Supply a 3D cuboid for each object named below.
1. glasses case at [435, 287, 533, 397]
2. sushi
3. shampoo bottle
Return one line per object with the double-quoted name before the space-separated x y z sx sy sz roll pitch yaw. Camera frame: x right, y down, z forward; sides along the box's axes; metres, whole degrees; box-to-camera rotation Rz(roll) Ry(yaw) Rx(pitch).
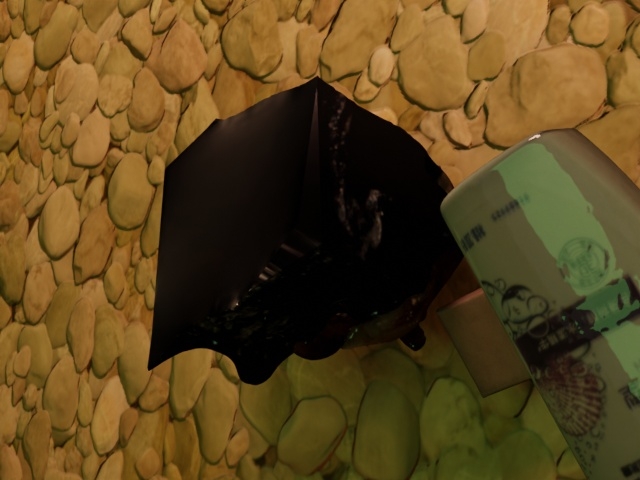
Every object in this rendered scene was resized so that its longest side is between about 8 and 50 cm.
"glasses case" 0.193 0.053 0.822 0.193 0.070 0.103 -30 88 37
"sushi" 0.001 -0.001 0.924 0.227 0.212 0.216 -37 43 39
"shampoo bottle" 0.212 0.098 0.705 0.134 0.078 0.360 -38 72 35
